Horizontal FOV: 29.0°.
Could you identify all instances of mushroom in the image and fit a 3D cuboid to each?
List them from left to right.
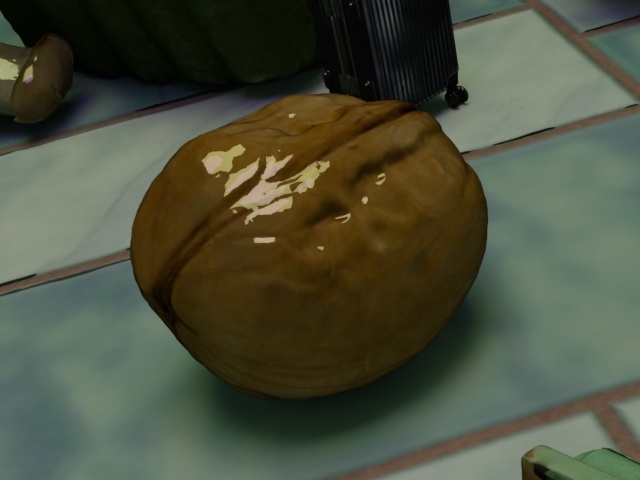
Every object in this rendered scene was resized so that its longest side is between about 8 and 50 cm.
[{"bbox_3d":[-0.297,-0.119,0.939,0.225,0.093,0.116,-2,50,0],"label":"mushroom"}]

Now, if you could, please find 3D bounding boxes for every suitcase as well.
[{"bbox_3d":[0.043,-0.136,0.797,0.086,0.126,0.059,-34,36,-31],"label":"suitcase"}]

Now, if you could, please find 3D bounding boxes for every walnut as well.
[{"bbox_3d":[0.000,0.000,0.592,0.144,0.144,0.180,17,39,39],"label":"walnut"}]

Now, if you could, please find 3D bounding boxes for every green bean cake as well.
[{"bbox_3d":[-0.103,-0.288,0.957,0.319,0.218,0.335,8,52,35],"label":"green bean cake"}]

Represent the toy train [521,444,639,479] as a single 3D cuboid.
[{"bbox_3d":[0.135,0.119,0.418,0.118,0.074,0.176,-22,27,-34],"label":"toy train"}]
